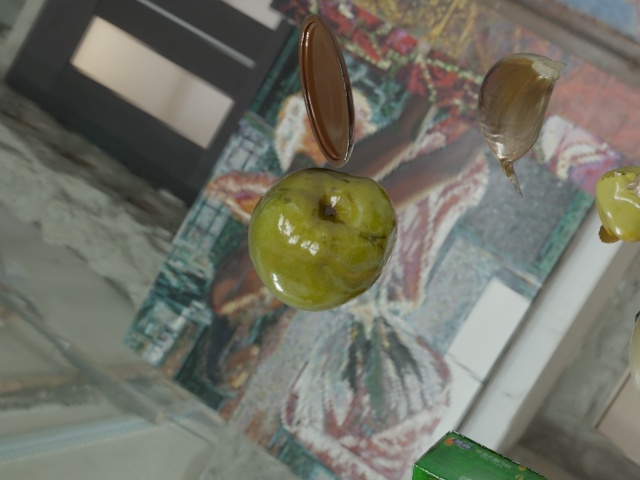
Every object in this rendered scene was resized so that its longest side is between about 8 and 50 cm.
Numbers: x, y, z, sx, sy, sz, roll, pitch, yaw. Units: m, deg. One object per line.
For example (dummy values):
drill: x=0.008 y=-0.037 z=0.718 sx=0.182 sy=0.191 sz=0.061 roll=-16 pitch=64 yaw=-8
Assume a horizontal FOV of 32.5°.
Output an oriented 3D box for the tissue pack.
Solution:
tissue pack: x=0.275 y=0.461 z=1.919 sx=0.209 sy=0.156 sz=0.148 roll=23 pitch=-147 yaw=29

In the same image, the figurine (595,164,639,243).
figurine: x=0.519 y=-0.067 z=1.697 sx=0.156 sy=0.131 sz=0.246 roll=25 pitch=156 yaw=-18

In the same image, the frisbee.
frisbee: x=0.010 y=-0.242 z=1.781 sx=0.021 sy=0.250 sz=0.251 roll=-13 pitch=-158 yaw=-13

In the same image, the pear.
pear: x=0.000 y=0.000 z=1.406 sx=0.200 sy=0.200 sz=0.200 roll=29 pitch=-172 yaw=-5

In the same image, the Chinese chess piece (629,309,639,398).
Chinese chess piece: x=0.451 y=0.118 z=1.147 sx=0.250 sy=0.250 sz=0.103 roll=25 pitch=-133 yaw=-30

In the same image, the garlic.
garlic: x=0.284 y=-0.179 z=1.595 sx=0.091 sy=0.198 sz=0.128 roll=4 pitch=-155 yaw=-27
